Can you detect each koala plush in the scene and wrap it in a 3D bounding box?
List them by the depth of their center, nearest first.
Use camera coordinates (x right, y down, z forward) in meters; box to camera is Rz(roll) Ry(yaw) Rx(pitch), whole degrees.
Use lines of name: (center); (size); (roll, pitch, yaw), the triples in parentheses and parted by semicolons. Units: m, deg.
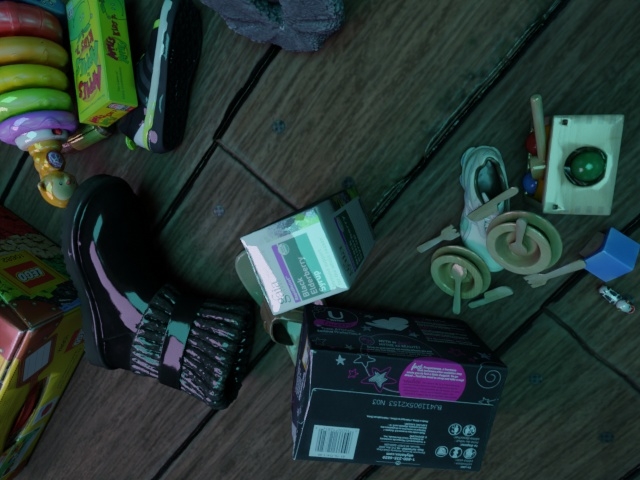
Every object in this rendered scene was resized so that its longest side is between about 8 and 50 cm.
koala plush: (-0.038, -0.375, 0.542); (0.197, 0.203, 0.221); (7, 83, 23)

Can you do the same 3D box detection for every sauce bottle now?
sauce bottle: (-0.394, -0.166, 0.718); (0.128, 0.042, 0.042); (-18, 98, 15)

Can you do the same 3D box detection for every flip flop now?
flip flop: (-0.040, 0.128, 0.683); (0.112, 0.080, 0.276); (-24, 96, 17)

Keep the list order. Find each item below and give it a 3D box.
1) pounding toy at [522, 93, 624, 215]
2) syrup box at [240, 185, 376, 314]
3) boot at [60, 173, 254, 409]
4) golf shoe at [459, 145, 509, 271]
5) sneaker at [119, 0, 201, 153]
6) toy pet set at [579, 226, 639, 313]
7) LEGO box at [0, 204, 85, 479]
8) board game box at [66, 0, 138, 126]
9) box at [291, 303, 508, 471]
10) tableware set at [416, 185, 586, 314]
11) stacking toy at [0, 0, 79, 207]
pounding toy: (0.282, -0.100, 0.527); (0.100, 0.141, 0.129); (3, 103, 13)
syrup box: (0.000, 0.000, 0.564); (0.097, 0.237, 0.093); (-21, 96, 16)
boot: (-0.233, 0.081, 0.687); (0.261, 0.131, 0.347); (11, 115, 17)
golf shoe: (0.219, -0.035, 0.587); (0.069, 0.086, 0.176); (-11, 101, 13)
sneaker: (-0.247, -0.241, 0.646); (0.097, 0.084, 0.234); (20, 106, 10)
toy pet set: (0.404, 0.030, 0.569); (0.114, 0.065, 0.122); (34, 107, 4)
LEGO box: (-0.657, 0.197, 0.779); (0.373, 0.193, 0.500); (35, 107, 3)
board game box: (-0.315, -0.267, 0.638); (0.092, 0.043, 0.181); (-12, 84, 38)
box: (0.091, 0.196, 0.607); (0.248, 0.142, 0.163); (7, 105, -6)
tableware set: (0.213, 0.030, 0.573); (0.128, 0.039, 0.194); (47, 144, -1)
stacking toy: (-0.421, -0.192, 0.641); (0.166, 0.175, 0.301); (-17, 95, 18)
